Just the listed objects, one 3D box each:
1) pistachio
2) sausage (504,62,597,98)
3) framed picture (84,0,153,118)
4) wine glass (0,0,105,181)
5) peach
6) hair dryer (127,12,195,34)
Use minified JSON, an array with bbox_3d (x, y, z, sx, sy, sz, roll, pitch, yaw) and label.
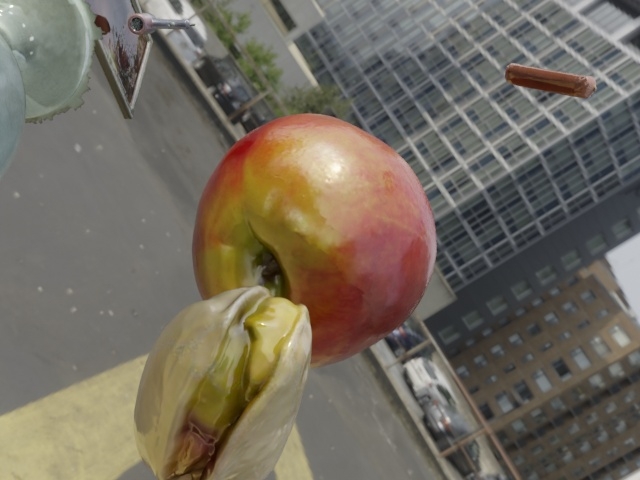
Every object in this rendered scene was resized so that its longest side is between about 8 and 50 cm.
[{"bbox_3d":[-0.071,0.106,0.547,0.117,0.200,0.145,22,39,5],"label":"pistachio"},{"bbox_3d":[0.322,-0.226,1.053,0.147,0.035,0.030,27,-60,47],"label":"sausage"},{"bbox_3d":[-0.366,-0.392,1.330,0.289,0.020,0.211,80,12,-56],"label":"framed picture"},{"bbox_3d":[-0.227,-0.096,0.445,0.143,0.143,0.321,54,9,-22],"label":"wine glass"},{"bbox_3d":[0.000,0.000,1.124,0.388,0.388,0.388,55,9,-12],"label":"peach"},{"bbox_3d":[-0.279,-0.385,1.329,0.063,0.114,0.037,-73,165,-71],"label":"hair dryer"}]
